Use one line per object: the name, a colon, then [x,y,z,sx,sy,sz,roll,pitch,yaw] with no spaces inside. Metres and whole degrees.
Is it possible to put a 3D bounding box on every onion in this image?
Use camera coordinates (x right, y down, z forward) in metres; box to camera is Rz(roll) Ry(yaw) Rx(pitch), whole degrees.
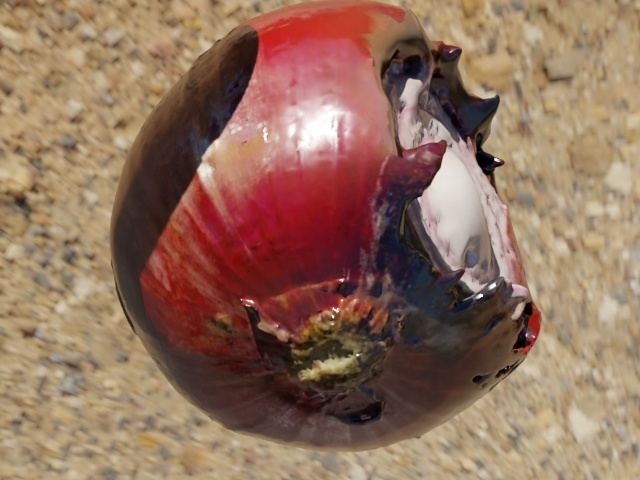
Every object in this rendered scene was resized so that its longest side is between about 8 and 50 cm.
onion: [0.002,0.007,1.420,0.341,0.341,0.341,-2,78,10]
